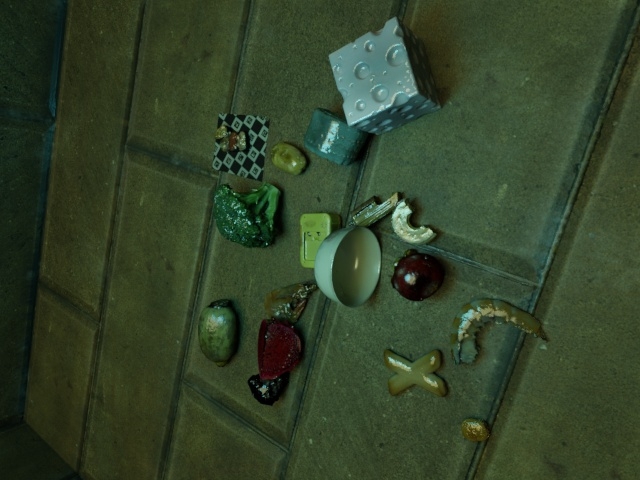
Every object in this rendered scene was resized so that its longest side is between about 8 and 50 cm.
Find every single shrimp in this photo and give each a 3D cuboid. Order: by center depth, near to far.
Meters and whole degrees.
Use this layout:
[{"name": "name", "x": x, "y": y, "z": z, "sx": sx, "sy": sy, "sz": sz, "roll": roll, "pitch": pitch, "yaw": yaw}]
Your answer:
[{"name": "shrimp", "x": 0.522, "y": 0.270, "z": 1.392, "sx": 0.287, "sy": 0.068, "sz": 0.185, "roll": -25, "pitch": 85, "yaw": 20}, {"name": "shrimp", "x": -0.110, "y": 0.248, "z": 1.764, "sx": 0.287, "sy": 0.063, "sz": 0.152, "roll": -23, "pitch": 84, "yaw": 34}]

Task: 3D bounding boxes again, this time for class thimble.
[{"name": "thimble", "x": 0.049, "y": -0.359, "z": 1.549, "sx": 0.143, "sy": 0.198, "sz": 0.235, "roll": -64, "pitch": 25, "yaw": 21}]

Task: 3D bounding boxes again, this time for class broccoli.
[{"name": "broccoli", "x": -0.282, "y": -0.109, "z": 1.748, "sx": 0.307, "sy": 0.308, "sz": 0.275, "roll": 28, "pitch": 73, "yaw": 27}]

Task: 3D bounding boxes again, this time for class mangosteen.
[{"name": "mangosteen", "x": 0.304, "y": 0.110, "z": 1.454, "sx": 0.180, "sy": 0.166, "sz": 0.166, "roll": 38, "pitch": 115, "yaw": 56}]

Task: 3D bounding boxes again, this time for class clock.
[{"name": "clock", "x": 0.000, "y": 0.000, "z": 1.659, "sx": 0.143, "sy": 0.096, "sz": 0.203, "roll": 2, "pitch": 94, "yaw": 34}]

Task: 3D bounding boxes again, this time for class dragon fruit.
[{"name": "dragon fruit", "x": -0.176, "y": 0.401, "z": 1.763, "sx": 0.189, "sy": 0.162, "sz": 0.262, "roll": 25, "pitch": 114, "yaw": 41}]

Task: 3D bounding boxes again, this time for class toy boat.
[{"name": "toy boat", "x": 0.183, "y": -0.104, "z": 1.556, "sx": 0.226, "sy": 0.068, "sz": 0.088, "roll": -36, "pitch": 72, "yaw": 28}]

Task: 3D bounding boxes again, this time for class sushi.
[{"name": "sushi", "x": -0.351, "y": -0.400, "z": 1.869, "sx": 0.289, "sy": 0.050, "sz": 0.264, "roll": 16, "pitch": 102, "yaw": 29}]

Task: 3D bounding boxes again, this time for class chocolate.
[{"name": "chocolate", "x": -0.196, "y": 0.566, "z": 1.810, "sx": 0.133, "sy": 0.156, "sz": 0.156, "roll": -45, "pitch": 70, "yaw": 8}]

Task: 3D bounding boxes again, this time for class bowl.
[{"name": "bowl", "x": 0.077, "y": 0.082, "z": 1.530, "sx": 0.145, "sy": 0.277, "sz": 0.277, "roll": 6, "pitch": 97, "yaw": 43}]

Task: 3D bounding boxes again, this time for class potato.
[{"name": "potato", "x": -0.125, "y": -0.316, "z": 1.722, "sx": 0.170, "sy": 0.080, "sz": 0.107, "roll": 38, "pitch": 124, "yaw": 22}]

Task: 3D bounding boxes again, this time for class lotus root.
[{"name": "lotus root", "x": -0.435, "y": 0.411, "z": 1.929, "sx": 0.173, "sy": 0.173, "sz": 0.310, "roll": 9, "pitch": 106, "yaw": 30}]

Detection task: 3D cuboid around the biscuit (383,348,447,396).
[{"name": "biscuit", "x": 0.318, "y": 0.452, "z": 1.529, "sx": 0.207, "sy": 0.047, "sz": 0.165, "roll": -10, "pitch": 88, "yaw": 32}]

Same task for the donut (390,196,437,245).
[{"name": "donut", "x": 0.299, "y": -0.052, "z": 1.484, "sx": 0.108, "sy": 0.065, "sz": 0.166, "roll": -43, "pitch": 83, "yaw": 28}]

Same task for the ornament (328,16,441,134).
[{"name": "ornament", "x": 0.208, "y": -0.499, "z": 1.412, "sx": 0.239, "sy": 0.239, "sz": 0.239, "roll": -18, "pitch": 86, "yaw": 30}]

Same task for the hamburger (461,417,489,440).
[{"name": "hamburger", "x": 0.495, "y": 0.606, "z": 1.434, "sx": 0.083, "sy": 0.044, "sz": 0.076, "roll": -18, "pitch": 83, "yaw": 34}]
